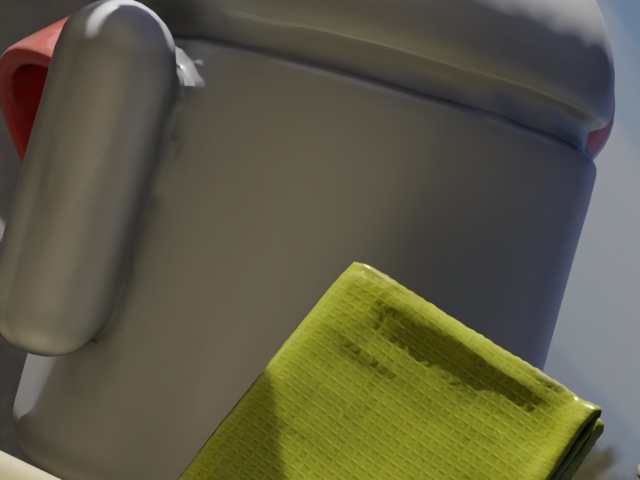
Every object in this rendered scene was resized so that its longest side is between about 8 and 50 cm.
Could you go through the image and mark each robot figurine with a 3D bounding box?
[{"bbox_3d":[0.000,0.000,0.781,0.200,0.353,0.300,14,0,40],"label":"robot figurine"}]

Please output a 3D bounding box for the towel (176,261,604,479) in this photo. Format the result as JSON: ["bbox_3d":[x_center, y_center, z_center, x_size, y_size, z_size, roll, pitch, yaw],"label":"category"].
[{"bbox_3d":[-0.019,0.115,0.581,0.102,0.237,0.021,33,-23,15],"label":"towel"}]

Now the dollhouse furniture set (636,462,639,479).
[{"bbox_3d":[0.133,0.215,0.929,0.355,0.174,0.303,15,-30,49],"label":"dollhouse furniture set"}]

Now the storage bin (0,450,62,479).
[{"bbox_3d":[-0.138,0.158,0.409,0.262,0.123,0.260,27,49,-3],"label":"storage bin"}]

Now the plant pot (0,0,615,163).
[{"bbox_3d":[0.006,-0.053,1.044,0.275,0.243,0.275,43,-22,22],"label":"plant pot"}]
